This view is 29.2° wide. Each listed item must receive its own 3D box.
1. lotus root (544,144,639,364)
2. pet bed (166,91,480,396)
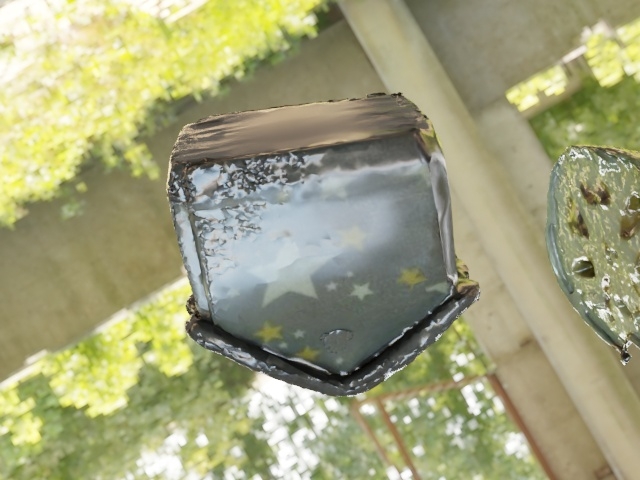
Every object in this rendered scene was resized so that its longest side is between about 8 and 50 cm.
[{"bbox_3d":[0.268,0.002,1.018,0.078,0.203,0.183,-20,-138,-18],"label":"lotus root"},{"bbox_3d":[0.000,0.000,0.796,0.183,0.159,0.211,-9,-167,-3],"label":"pet bed"}]
